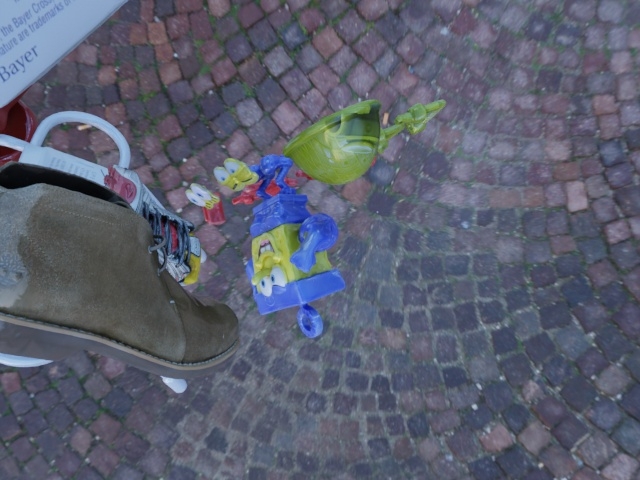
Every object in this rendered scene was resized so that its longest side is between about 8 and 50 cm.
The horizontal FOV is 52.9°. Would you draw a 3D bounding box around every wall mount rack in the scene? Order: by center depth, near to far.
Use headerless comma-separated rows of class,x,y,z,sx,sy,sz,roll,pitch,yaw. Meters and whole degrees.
wall mount rack,-0.268,0.023,0.754,0.304,0.350,0.130,20,137,-22

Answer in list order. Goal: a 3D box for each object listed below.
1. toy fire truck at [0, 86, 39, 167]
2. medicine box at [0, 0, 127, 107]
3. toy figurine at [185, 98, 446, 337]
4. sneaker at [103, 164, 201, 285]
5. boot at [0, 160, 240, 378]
toy fire truck,-0.507,-0.149,0.761,0.254,0.169,0.302,36,81,0
medicine box,-0.269,-0.245,0.324,0.263,0.289,0.149,19,57,23
toy figurine,0.000,0.000,0.752,0.191,0.362,0.217,-8,83,-36
sneaker,-0.167,-0.009,0.649,0.092,0.225,0.088,5,72,-2
boot,-0.144,0.033,0.508,0.112,0.305,0.115,26,89,30
